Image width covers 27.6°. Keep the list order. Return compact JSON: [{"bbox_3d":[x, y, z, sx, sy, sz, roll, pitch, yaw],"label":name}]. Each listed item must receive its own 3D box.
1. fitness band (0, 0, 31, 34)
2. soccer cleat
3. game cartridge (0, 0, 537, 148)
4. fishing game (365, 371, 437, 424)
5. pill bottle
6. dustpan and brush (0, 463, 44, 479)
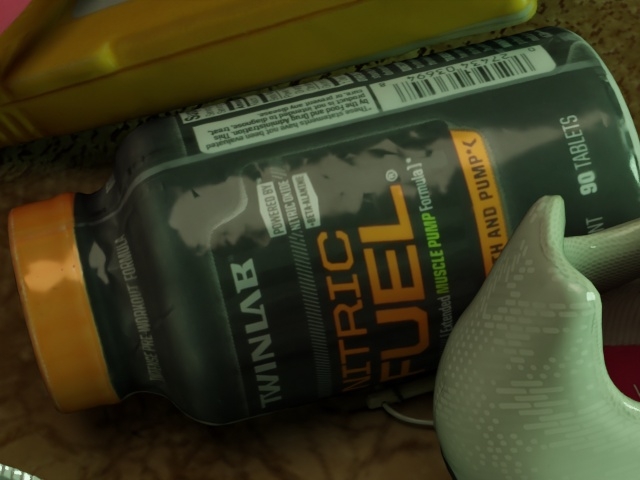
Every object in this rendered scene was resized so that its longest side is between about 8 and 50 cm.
[{"bbox_3d":[-0.172,-0.173,0.676,0.209,0.054,0.291,-15,43,28],"label":"fitness band"},{"bbox_3d":[0.204,0.038,0.460,0.331,0.143,0.116,-4,44,-15],"label":"soccer cleat"},{"bbox_3d":[-0.032,-0.183,0.649,0.323,0.053,0.285,-9,47,29],"label":"game cartridge"},{"bbox_3d":[0.127,0.137,0.485,0.189,0.041,0.264,-13,53,-3],"label":"fishing game"},{"bbox_3d":[0.000,0.000,0.540,0.245,0.130,0.130,-14,53,-6],"label":"pill bottle"},{"bbox_3d":[-0.078,0.154,0.463,0.211,0.060,0.147,11,71,-23],"label":"dustpan and brush"}]
